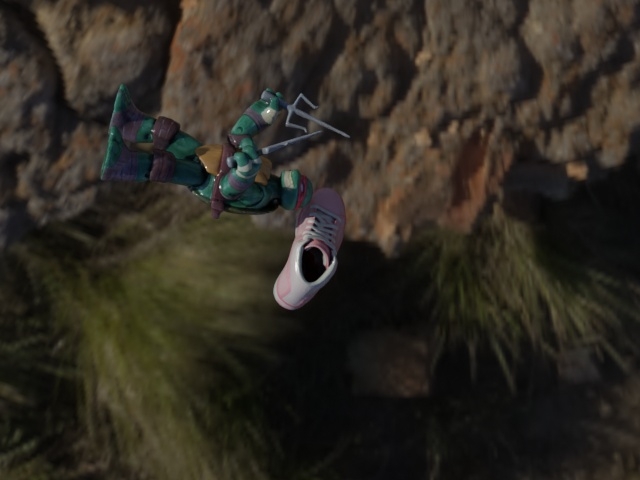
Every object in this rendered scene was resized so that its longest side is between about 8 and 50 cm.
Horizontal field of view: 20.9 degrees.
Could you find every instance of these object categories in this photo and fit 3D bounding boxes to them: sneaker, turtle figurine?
[{"bbox_3d":[0.000,0.000,1.682,0.051,0.134,0.070,27,153,-10],"label":"sneaker"},{"bbox_3d":[-0.087,-0.078,1.659,0.234,0.175,0.118,11,110,-9],"label":"turtle figurine"}]
